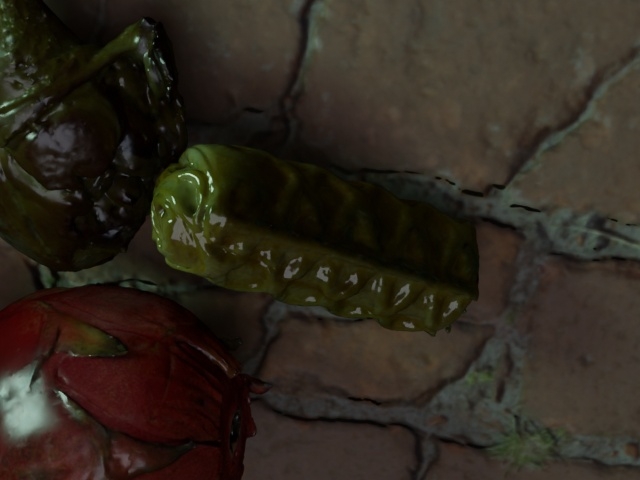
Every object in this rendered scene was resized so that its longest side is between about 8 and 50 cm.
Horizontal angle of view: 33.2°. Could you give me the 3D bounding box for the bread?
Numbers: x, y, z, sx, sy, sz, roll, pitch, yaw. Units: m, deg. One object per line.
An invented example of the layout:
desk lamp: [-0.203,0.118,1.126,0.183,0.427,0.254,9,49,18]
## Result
bread: [-0.001,0.001,0.786,0.269,0.087,0.098,16,119,-32]

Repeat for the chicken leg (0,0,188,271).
chicken leg: [-0.198,-0.132,0.732,0.211,0.140,0.361,-2,123,12]

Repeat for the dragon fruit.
dragon fruit: [-0.177,0.146,0.837,0.252,0.241,0.241,-1,124,37]
